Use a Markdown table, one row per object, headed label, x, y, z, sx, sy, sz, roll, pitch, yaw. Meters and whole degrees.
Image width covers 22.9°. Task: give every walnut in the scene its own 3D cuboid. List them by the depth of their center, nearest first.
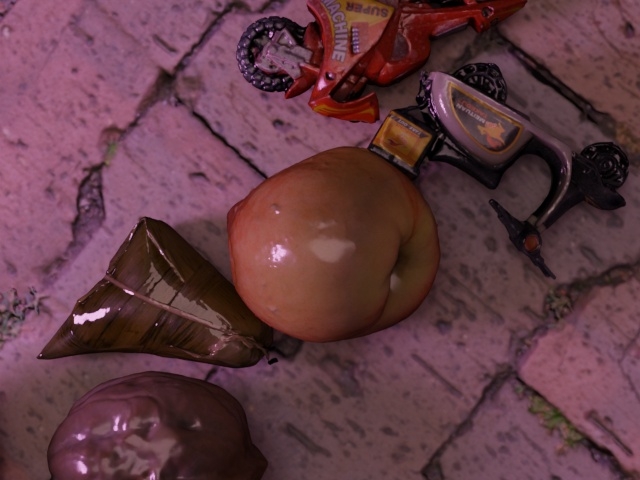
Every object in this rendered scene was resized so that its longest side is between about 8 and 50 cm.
| label | x | y | z | sx | sy | sz | roll | pitch | yaw |
| --- | --- | --- | --- | --- | --- | --- | --- | --- | --- |
| walnut | -0.164 | 0.237 | 1.603 | 0.224 | 0.224 | 0.224 | -1 | 82 | 6 |

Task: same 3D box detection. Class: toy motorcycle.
| label | x | y | z | sx | sy | sz | roll | pitch | yaw |
| --- | --- | --- | --- | --- | --- | --- | --- | --- | --- |
| toy motorcycle | 0.194 | -0.082 | 1.654 | 0.263 | 0.091 | 0.157 | 31 | 85 | -1 |
| toy motorcycle | 0.061 | -0.229 | 1.698 | 0.298 | 0.089 | 0.171 | -34 | 81 | 0 |

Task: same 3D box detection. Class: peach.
| label | x | y | z | sx | sy | sz | roll | pitch | yaw |
| --- | --- | --- | --- | --- | --- | --- | --- | --- | --- |
| peach | 0.000 | 0.000 | 1.615 | 0.232 | 0.232 | 0.232 | -1 | 82 | 6 |

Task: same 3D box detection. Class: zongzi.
| label | x | y | z | sx | sy | sz | roll | pitch | yaw |
| --- | --- | --- | --- | --- | --- | --- | --- | --- | --- |
| zongzi | -0.171 | 0.111 | 1.675 | 0.205 | 0.094 | 0.204 | 42 | 92 | 10 |
